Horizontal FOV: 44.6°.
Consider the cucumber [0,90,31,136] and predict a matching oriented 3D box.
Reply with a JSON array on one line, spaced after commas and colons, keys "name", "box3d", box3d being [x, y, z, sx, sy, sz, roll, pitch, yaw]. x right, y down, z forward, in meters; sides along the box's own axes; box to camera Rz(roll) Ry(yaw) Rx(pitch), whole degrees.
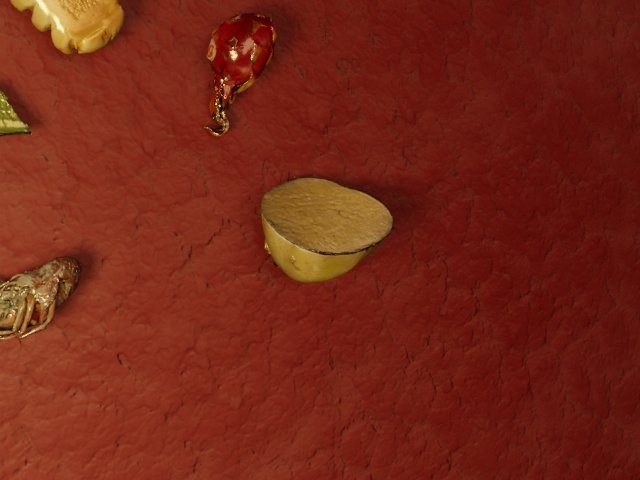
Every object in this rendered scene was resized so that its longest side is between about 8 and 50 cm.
[{"name": "cucumber", "box3d": [-0.477, -0.154, 0.958, 0.220, 0.046, 0.070, -10, 93, -30]}]

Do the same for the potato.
[{"name": "potato", "box3d": [0.000, 0.000, 1.177, 0.202, 0.182, 0.117, -26, 141, -43]}]

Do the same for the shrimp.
[{"name": "shrimp", "box3d": [-0.390, 0.084, 0.994, 0.190, 0.075, 0.073, -31, 137, -15]}]

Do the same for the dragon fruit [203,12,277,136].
[{"name": "dragon fruit", "box3d": [-0.127, -0.246, 1.127, 0.094, 0.094, 0.190, 24, 91, -27]}]

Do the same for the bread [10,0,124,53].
[{"name": "bread", "box3d": [-0.338, -0.324, 1.008, 0.119, 0.084, 0.177, -46, 111, -19]}]
